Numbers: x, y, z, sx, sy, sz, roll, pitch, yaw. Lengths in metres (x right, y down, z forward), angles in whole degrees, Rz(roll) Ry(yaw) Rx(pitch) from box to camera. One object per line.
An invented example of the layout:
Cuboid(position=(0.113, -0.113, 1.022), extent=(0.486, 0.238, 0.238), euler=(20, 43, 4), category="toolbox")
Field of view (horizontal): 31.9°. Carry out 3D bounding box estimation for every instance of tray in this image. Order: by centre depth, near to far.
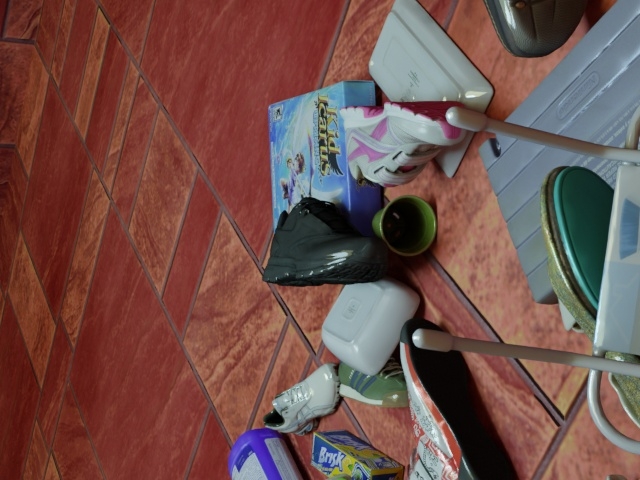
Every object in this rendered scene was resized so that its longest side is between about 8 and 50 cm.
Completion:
Cuboid(position=(0.137, -0.221, 1.546), extent=(0.270, 0.030, 0.145), euler=(59, 139, 42), category="tray")

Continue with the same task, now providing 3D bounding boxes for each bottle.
Cuboid(position=(-0.062, 0.439, 1.817), extent=(0.283, 0.092, 0.118), euler=(57, 137, 43), category="bottle")

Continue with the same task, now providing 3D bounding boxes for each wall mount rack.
Cuboid(position=(0.257, 0.012, 0.999), extent=(0.304, 0.130, 0.350), euler=(8, 87, 20), category="wall mount rack")

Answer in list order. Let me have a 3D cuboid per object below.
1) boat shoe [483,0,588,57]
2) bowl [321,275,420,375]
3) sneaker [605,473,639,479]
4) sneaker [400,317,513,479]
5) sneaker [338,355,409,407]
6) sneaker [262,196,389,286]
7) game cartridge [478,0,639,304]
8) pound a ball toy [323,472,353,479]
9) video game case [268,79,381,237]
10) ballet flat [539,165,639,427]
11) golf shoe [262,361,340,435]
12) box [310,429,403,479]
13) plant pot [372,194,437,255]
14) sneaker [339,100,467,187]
Cuboid(position=(0.225, -0.360, 1.323), extent=(0.130, 0.132, 0.355), euler=(129, 142, -60), category="boat shoe")
Cuboid(position=(0.061, 0.108, 1.591), extent=(0.142, 0.053, 0.142), euler=(-59, 29, -4), category="bowl")
Cuboid(position=(0.360, 0.274, 1.102), extent=(0.235, 0.090, 0.095), euler=(-21, 62, 57), category="sneaker")
Cuboid(position=(0.142, 0.245, 1.468), extent=(0.145, 0.090, 0.270), euler=(-56, 47, 41), category="sneaker")
Cuboid(position=(0.078, 0.186, 1.603), extent=(0.192, 0.064, 0.086), euler=(-1, 94, 63), category="sneaker")
Cuboid(position=(0.000, 0.000, 1.588), extent=(0.286, 0.109, 0.130), euler=(-4, 80, 58), category="sneaker")
Cuboid(position=(0.317, -0.105, 1.206), extent=(0.355, 0.068, 0.230), euler=(-49, 53, 48), category="game cartridge")
Cuboid(position=(0.026, 0.495, 1.567), extent=(0.208, 0.135, 0.319), euler=(7, 110, 56), category="pound a ball toy")
Cuboid(position=(0.002, -0.095, 1.735), extent=(0.244, 0.061, 0.269), euler=(-5, 87, 59), category="video game case")
Cuboid(position=(0.307, 0.090, 1.111), extent=(0.348, 0.123, 0.123), euler=(58, 140, 17), category="ballet flat")
Cuboid(position=(-0.030, 0.255, 1.773), extent=(0.176, 0.086, 0.069), euler=(-58, 41, 40), category="golf shoe")
Cuboid(position=(0.051, 0.331, 1.654), extent=(0.169, 0.059, 0.054), euler=(18, 105, 59), category="box")
Cuboid(position=(0.108, -0.020, 1.556), extent=(0.079, 0.083, 0.083), euler=(180, 91, -73), category="plant pot")
Cuboid(position=(0.112, -0.125, 1.472), extent=(0.252, 0.103, 0.111), euler=(-172, 80, -66), category="sneaker")
